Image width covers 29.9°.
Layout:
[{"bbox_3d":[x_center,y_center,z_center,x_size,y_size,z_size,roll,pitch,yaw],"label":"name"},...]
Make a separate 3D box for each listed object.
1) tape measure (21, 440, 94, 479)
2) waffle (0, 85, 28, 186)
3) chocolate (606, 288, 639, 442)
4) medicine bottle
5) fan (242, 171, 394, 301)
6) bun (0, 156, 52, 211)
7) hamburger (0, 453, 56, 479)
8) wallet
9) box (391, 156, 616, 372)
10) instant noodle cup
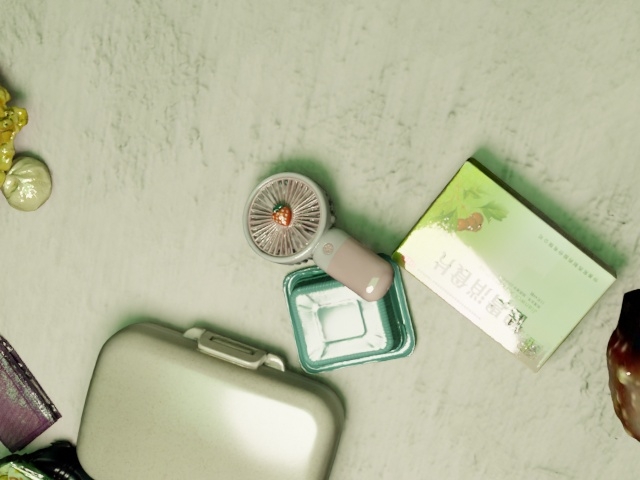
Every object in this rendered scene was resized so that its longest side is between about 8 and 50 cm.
[{"bbox_3d":[-0.415,0.412,1.848,0.199,0.112,0.186,-20,92,14],"label":"tape measure"},{"bbox_3d":[-0.569,-0.156,1.806,0.291,0.051,0.291,2,94,23],"label":"waffle"},{"bbox_3d":[0.531,0.206,1.543,0.340,0.225,0.210,14,110,10],"label":"chocolate"},{"bbox_3d":[-0.165,0.282,1.760,0.375,0.123,0.282,18,101,11],"label":"medicine bottle"},{"bbox_3d":[0.000,0.000,1.669,0.244,0.074,0.130,34,94,24],"label":"fan"},{"bbox_3d":[-0.446,-0.084,1.802,0.086,0.055,0.086,2,98,14],"label":"bun"},{"bbox_3d":[-0.469,0.426,1.741,0.235,0.125,0.214,34,102,-11],"label":"hamburger"},{"bbox_3d":[-0.494,0.244,1.878,0.111,0.030,0.166,-37,90,15],"label":"wallet"},{"bbox_3d":[0.252,0.033,1.655,0.260,0.062,0.175,38,105,4],"label":"box"},{"bbox_3d":[0.034,0.109,1.716,0.179,0.070,0.157,-12,94,16],"label":"instant noodle cup"}]
